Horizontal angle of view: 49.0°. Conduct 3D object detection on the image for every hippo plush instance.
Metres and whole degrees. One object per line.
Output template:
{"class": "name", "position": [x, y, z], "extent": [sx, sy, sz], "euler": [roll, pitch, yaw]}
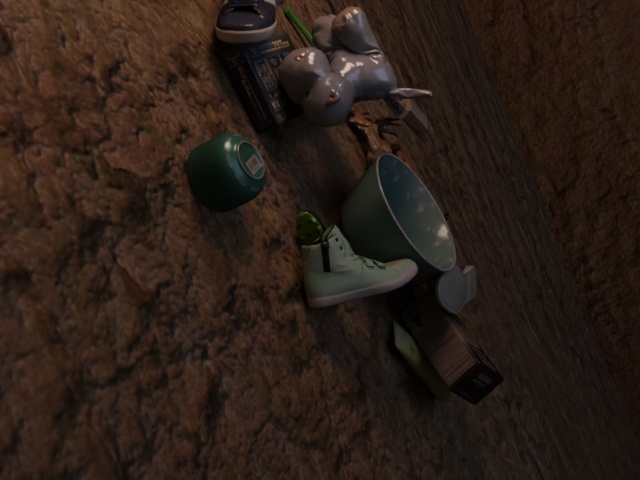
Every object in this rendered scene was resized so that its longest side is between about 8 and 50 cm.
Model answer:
{"class": "hippo plush", "position": [0.027, -0.330, 1.525], "extent": [0.236, 0.234, 0.294], "euler": [-41, 95, -28]}

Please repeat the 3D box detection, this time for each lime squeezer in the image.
{"class": "lime squeezer", "position": [0.015, -0.487, 1.835], "extent": [0.310, 0.059, 0.110], "euler": [25, 21, -48]}

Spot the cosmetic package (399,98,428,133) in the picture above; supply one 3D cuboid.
{"class": "cosmetic package", "position": [0.295, -0.396, 2.227], "extent": [0.115, 0.041, 0.060], "euler": [38, 41, -42]}

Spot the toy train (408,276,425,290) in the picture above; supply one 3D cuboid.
{"class": "toy train", "position": [0.262, 0.068, 1.877], "extent": [0.166, 0.046, 0.125], "euler": [-19, 88, -57]}

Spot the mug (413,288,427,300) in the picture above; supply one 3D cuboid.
{"class": "mug", "position": [0.280, 0.163, 1.825], "extent": [0.078, 0.062, 0.064], "euler": [-121, -163, -86]}

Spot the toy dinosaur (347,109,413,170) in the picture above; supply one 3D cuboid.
{"class": "toy dinosaur", "position": [0.189, -0.219, 1.871], "extent": [0.295, 0.127, 0.200], "euler": [56, 25, -31]}

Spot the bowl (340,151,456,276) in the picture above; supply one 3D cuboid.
{"class": "bowl", "position": [0.162, -0.031, 1.630], "extent": [0.311, 0.163, 0.311], "euler": [39, 33, -31]}

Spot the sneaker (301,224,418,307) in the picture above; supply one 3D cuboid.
{"class": "sneaker", "position": [0.081, 0.035, 1.428], "extent": [0.256, 0.094, 0.151], "euler": [-14, 97, -24]}

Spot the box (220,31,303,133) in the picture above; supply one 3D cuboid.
{"class": "box", "position": [-0.102, -0.347, 1.529], "extent": [0.183, 0.059, 0.233], "euler": [65, 29, -12]}

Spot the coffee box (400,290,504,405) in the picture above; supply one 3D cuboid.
{"class": "coffee box", "position": [0.312, 0.256, 1.685], "extent": [0.141, 0.098, 0.246], "euler": [34, 17, -44]}

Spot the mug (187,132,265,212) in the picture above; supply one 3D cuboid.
{"class": "mug", "position": [-0.161, -0.139, 1.261], "extent": [0.129, 0.097, 0.157], "euler": [18, 57, -53]}

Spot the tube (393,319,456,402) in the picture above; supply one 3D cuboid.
{"class": "tube", "position": [0.246, 0.297, 1.690], "extent": [0.062, 0.070, 0.240], "euler": [-49, 114, -17]}

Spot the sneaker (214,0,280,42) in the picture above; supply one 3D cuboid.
{"class": "sneaker", "position": [-0.148, -0.532, 1.461], "extent": [0.350, 0.131, 0.148], "euler": [-86, 177, -50]}

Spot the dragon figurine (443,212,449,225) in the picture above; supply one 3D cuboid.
{"class": "dragon figurine", "position": [0.262, -0.040, 1.870], "extent": [0.289, 0.144, 0.085], "euler": [-33, 131, -67]}

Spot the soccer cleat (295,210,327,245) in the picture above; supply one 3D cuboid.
{"class": "soccer cleat", "position": [0.000, 0.000, 1.486], "extent": [0.179, 0.060, 0.072], "euler": [58, 21, -31]}

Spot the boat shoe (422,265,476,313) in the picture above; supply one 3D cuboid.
{"class": "boat shoe", "position": [0.305, 0.114, 1.728], "extent": [0.319, 0.099, 0.116], "euler": [-7, 97, -64]}
